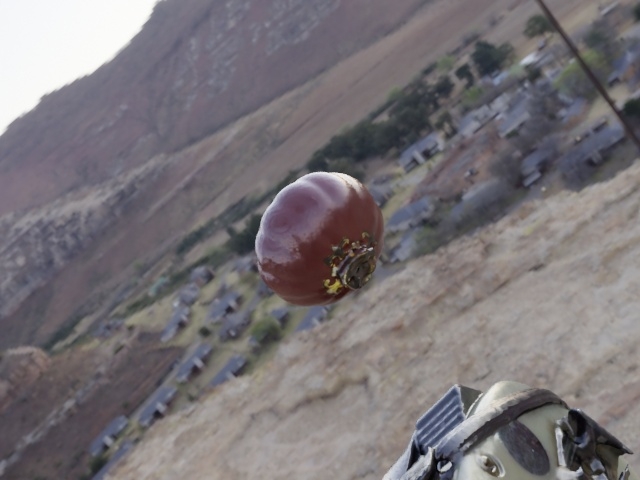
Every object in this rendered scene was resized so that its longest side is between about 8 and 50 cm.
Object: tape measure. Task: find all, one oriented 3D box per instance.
[{"bbox_3d":[0.176,0.212,0.767,0.133,0.271,0.231,-52,9,29],"label":"tape measure"}]

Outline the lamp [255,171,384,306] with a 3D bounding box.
[{"bbox_3d":[0.000,0.000,0.631,0.101,0.101,0.090,-45,50,-17],"label":"lamp"}]
